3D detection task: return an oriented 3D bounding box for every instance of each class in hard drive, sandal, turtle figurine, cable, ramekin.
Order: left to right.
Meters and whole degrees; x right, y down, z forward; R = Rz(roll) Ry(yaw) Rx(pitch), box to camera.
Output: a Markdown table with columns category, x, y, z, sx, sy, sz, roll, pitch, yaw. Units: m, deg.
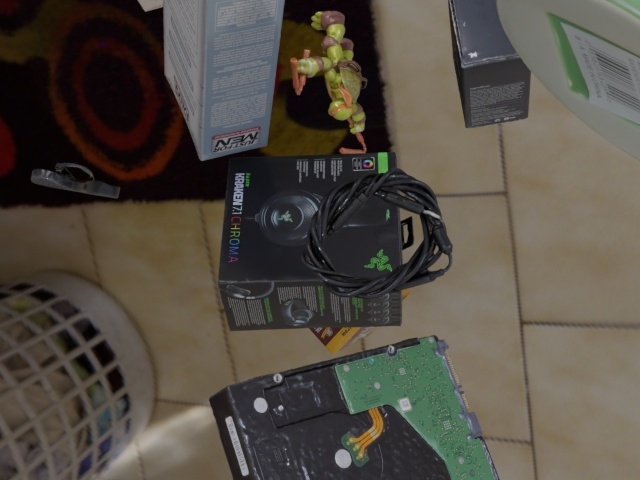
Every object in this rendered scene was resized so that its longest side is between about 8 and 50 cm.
| category | x | y | z | sx | sy | sz | roll | pitch | yaw |
| --- | --- | --- | --- | --- | --- | --- | --- | --- | --- |
| sandal | -0.497 | -0.127 | 1.885 | 0.097 | 0.254 | 0.054 | 11 | 91 | 16 |
| turtle figurine | 0.027 | -0.286 | 1.577 | 0.087 | 0.269 | 0.217 | -20 | 54 | 23 |
| hard drive | 0.052 | 0.256 | 1.123 | 0.064 | 0.339 | 0.237 | -38 | 68 | 50 |
| cable | 0.065 | -0.008 | 1.125 | 0.184 | 0.047 | 0.150 | -13 | 86 | -10 |
| ramekin | 0.287 | -0.176 | 0.752 | 0.303 | 0.303 | 0.148 | 40 | 88 | 10 |

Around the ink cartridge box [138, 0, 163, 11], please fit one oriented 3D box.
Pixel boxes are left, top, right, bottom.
| category | x | y | z | sx | sy | sz | roll | pitch | yaw |
| --- | --- | --- | --- | --- | --- | --- | --- | --- | --- |
| ink cartridge box | -0.343 | -0.590 | 1.809 | 0.117 | 0.283 | 0.207 | -19 | 90 | -1 |

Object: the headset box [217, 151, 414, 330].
| category | x | y | z | sx | sy | sz | roll | pitch | yaw |
| --- | --- | --- | --- | --- | --- | --- | --- | --- | --- |
| headset box | 0.000 | 0.000 | 1.419 | 0.283 | 0.246 | 0.131 | -1 | 143 | 3 |

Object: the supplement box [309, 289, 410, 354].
| category | x | y | z | sx | sy | sz | roll | pitch | yaw |
| --- | --- | --- | --- | --- | --- | --- | --- | --- | --- |
| supplement box | 0.038 | 0.092 | 1.821 | 0.194 | 0.191 | 0.129 | 47 | 114 | 14 |

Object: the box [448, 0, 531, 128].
| category | x | y | z | sx | sy | sz | roll | pitch | yaw |
| --- | --- | --- | --- | --- | --- | --- | --- | --- | --- |
| box | 0.270 | -0.297 | 1.490 | 0.108 | 0.207 | 0.153 | -9 | 69 | 7 |

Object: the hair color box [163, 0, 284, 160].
| category | x | y | z | sx | sy | sz | roll | pitch | yaw |
| --- | --- | --- | --- | --- | --- | --- | --- | --- | --- |
| hair color box | -0.141 | -0.303 | 1.294 | 0.374 | 0.114 | 0.185 | 104 | 147 | -56 |
